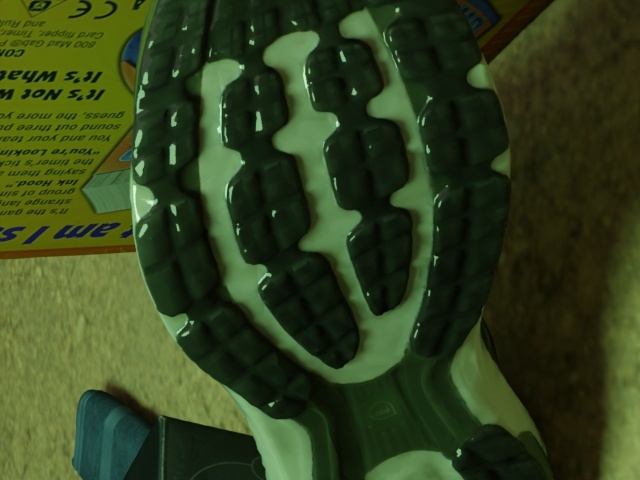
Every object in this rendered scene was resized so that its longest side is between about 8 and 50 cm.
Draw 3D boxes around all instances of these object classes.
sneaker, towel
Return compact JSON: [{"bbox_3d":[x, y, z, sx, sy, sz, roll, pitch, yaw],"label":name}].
[{"bbox_3d":[0.000,0.000,0.839,0.182,0.158,0.410,-110,6,-50],"label":"sneaker"},{"bbox_3d":[-0.130,0.147,1.244,0.119,0.029,0.067,26,114,54],"label":"towel"}]

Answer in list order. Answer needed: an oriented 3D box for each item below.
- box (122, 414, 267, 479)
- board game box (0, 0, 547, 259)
[{"bbox_3d":[-0.071,0.250,1.020,0.165,0.143,0.270,-94,26,-46],"label":"box"},{"bbox_3d":[-0.125,-0.224,0.912,0.356,0.356,0.356,-44,57,48],"label":"board game box"}]
